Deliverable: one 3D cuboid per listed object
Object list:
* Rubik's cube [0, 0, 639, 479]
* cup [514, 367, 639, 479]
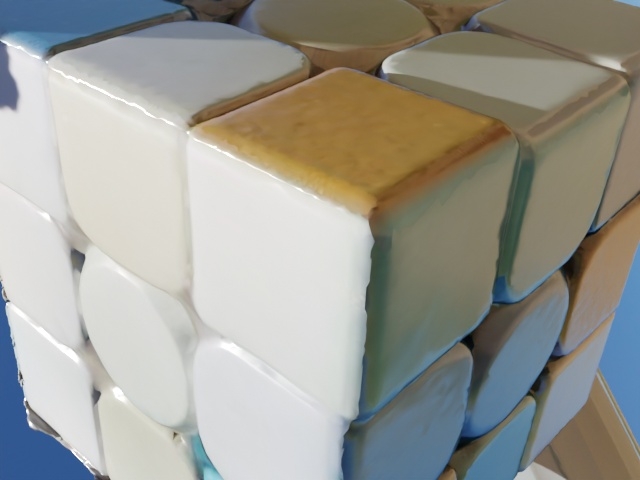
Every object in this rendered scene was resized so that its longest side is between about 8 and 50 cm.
[{"bbox_3d":[0.000,0.000,0.595,0.347,0.347,0.344,28,-138,31],"label":"Rubik's cube"},{"bbox_3d":[0.235,0.242,1.028,0.322,0.236,0.327,-13,-105,-56],"label":"cup"}]
